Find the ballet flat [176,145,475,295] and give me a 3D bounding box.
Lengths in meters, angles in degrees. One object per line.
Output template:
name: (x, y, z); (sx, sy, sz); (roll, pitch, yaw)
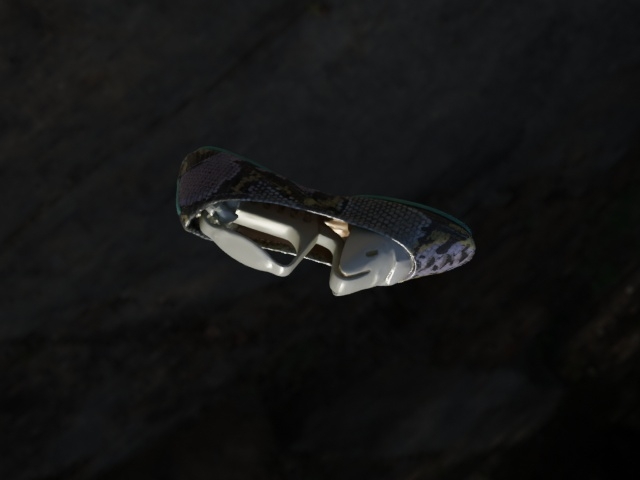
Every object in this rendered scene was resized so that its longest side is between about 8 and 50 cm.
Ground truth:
ballet flat: (0.000, 0.000, 0.661); (0.041, 0.114, 0.041); (-164, -90, -87)
